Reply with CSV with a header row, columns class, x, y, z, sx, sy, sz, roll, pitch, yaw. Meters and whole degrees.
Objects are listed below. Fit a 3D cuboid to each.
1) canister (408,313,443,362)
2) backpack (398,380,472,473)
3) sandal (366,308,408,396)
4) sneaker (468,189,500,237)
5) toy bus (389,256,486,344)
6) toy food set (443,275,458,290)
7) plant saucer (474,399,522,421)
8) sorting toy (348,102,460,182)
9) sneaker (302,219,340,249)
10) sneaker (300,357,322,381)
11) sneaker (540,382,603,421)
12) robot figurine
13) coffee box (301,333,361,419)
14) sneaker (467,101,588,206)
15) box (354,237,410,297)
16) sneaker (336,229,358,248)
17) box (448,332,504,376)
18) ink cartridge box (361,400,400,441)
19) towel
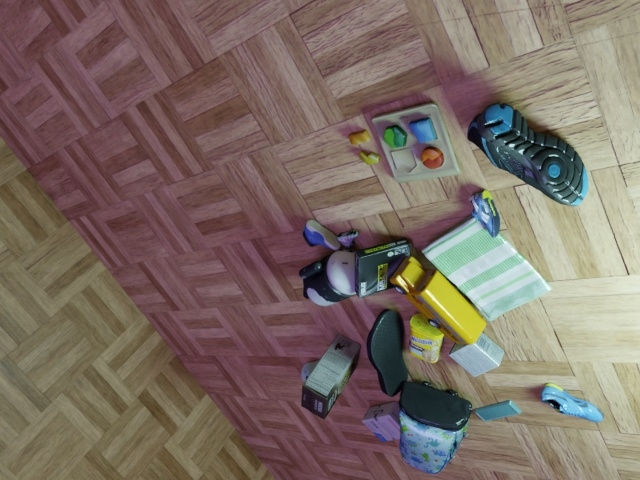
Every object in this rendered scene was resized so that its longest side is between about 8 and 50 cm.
class,x,y,z,sx,sy,sz,roll,pitch,yaw
canister,0.385,0.360,2.068,0.126,0.073,0.170,20,138,23
backpack,0.444,0.770,2.297,0.289,0.274,0.356,15,147,18
sandal,0.240,0.436,2.194,0.107,0.167,0.446,28,142,41
sneaker,0.469,-0.074,1.613,0.059,0.053,0.144,-9,112,42
toy bus,0.381,0.196,1.847,0.332,0.108,0.130,45,161,-17
toy food set,0.436,0.129,1.854,0.078,0.019,0.122,43,144,-4
plant saucer,0.673,0.653,2.160,0.067,0.018,0.192,44,141,-5
sorting toy,0.228,-0.261,1.631,0.307,0.041,0.229,-5,123,41
sneaker,0.000,0.000,2.039,0.152,0.058,0.085,37,135,10
sneaker,-0.050,0.637,2.607,0.094,0.151,0.256,41,142,-4
sneaker,0.838,0.564,1.898,0.209,0.082,0.069,28,137,12
robot figurine,0.047,0.134,2.046,0.278,0.209,0.174,-30,90,48
coffee box,0.045,0.560,2.344,0.118,0.297,0.168,24,139,18
sneaker,0.521,-0.210,1.420,0.340,0.125,0.139,40,168,-5
box,0.204,0.092,1.888,0.045,0.184,0.191,-121,21,-45
sneaker,0.109,0.001,1.979,0.098,0.038,0.069,-7,124,53
box,0.543,0.394,1.975,0.126,0.072,0.137,41,140,-1
ink cartridge box,0.308,0.815,2.543,0.148,0.086,0.203,47,139,-8
towel,0.498,0.088,1.731,0.325,0.038,0.248,45,132,-5
